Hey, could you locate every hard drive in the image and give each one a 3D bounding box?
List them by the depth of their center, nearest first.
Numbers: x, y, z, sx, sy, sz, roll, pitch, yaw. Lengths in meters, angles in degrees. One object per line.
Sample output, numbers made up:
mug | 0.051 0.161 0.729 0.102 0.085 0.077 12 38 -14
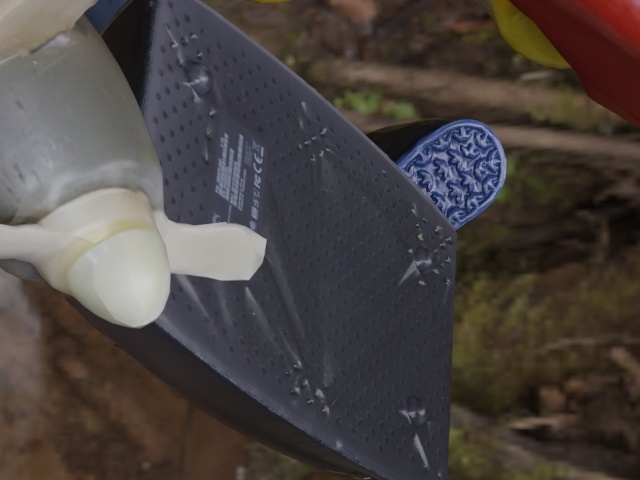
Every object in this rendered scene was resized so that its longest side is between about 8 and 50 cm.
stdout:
hard drive | -0.021 0.011 0.877 0.255 0.054 0.172 37 47 -46

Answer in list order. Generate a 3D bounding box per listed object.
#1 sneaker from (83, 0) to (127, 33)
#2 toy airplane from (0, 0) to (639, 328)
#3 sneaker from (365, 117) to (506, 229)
sneaker | -0.204 -0.263 1.360 0.350 0.131 0.148 58 19 -28
toy airplane | 0.016 -0.156 0.521 0.272 0.386 0.384 44 52 -40
sneaker | 0.000 0.000 1.119 0.232 0.090 0.081 -29 102 -21
